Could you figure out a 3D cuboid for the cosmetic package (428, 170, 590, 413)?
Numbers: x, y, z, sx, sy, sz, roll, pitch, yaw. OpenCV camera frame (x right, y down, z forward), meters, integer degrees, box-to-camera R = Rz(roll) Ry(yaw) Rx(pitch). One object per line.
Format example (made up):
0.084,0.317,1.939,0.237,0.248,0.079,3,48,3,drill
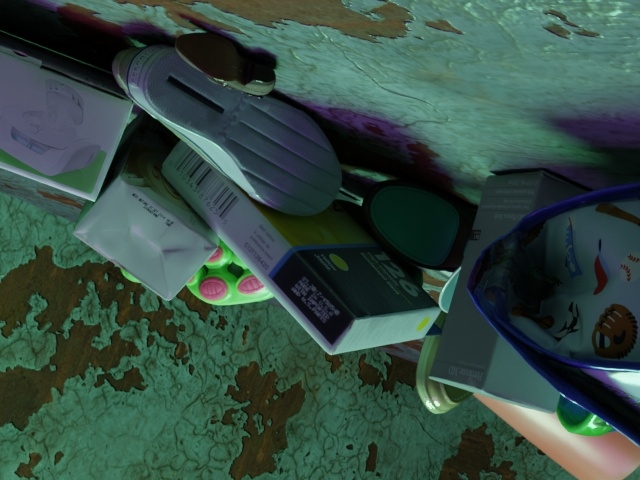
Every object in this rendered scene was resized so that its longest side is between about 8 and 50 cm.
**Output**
0.212,0.055,1.645,0.107,0.238,0.127,22,171,-23,cosmetic package

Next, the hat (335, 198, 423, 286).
0.018,0.062,2.087,0.173,0.183,0.208,33,-154,-14,hat

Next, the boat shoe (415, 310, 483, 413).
0.224,0.108,1.977,0.089,0.285,0.104,1,133,47,boat shoe

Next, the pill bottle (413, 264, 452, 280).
0.156,0.008,2.045,0.078,0.078,0.137,13,170,36,pill bottle

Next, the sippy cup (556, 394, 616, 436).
0.414,0.128,1.819,0.224,0.240,0.305,10,-146,-10,sippy cup

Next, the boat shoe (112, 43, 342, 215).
-0.096,-0.129,1.685,0.302,0.109,0.094,37,177,-37,boat shoe

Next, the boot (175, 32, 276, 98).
-0.099,-0.172,1.538,0.118,0.042,0.087,22,174,-19,boot

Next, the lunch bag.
0.368,0.098,1.422,0.328,0.239,0.385,33,158,-36,lunch bag

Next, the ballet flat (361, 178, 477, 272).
0.159,-0.004,1.921,0.280,0.095,0.096,22,-178,-23,ballet flat

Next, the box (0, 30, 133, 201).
-0.349,-0.161,1.731,0.262,0.127,0.231,21,-171,-12,box

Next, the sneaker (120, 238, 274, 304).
-0.172,0.009,2.640,0.202,0.185,0.483,3,-175,-32,sneaker

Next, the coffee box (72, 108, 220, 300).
-0.193,-0.051,1.842,0.141,0.098,0.246,38,-159,-14,coffee box

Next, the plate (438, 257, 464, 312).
0.218,0.025,1.819,0.024,0.188,0.188,62,-167,25,plate

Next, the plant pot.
0.354,0.186,2.233,0.243,0.275,0.275,29,170,-12,plant pot

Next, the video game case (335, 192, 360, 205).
-0.089,-0.089,2.153,0.206,0.026,0.227,26,171,-42,video game case

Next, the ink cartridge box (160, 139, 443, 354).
0.000,0.000,1.836,0.303,0.072,0.307,45,-158,20,ink cartridge box
